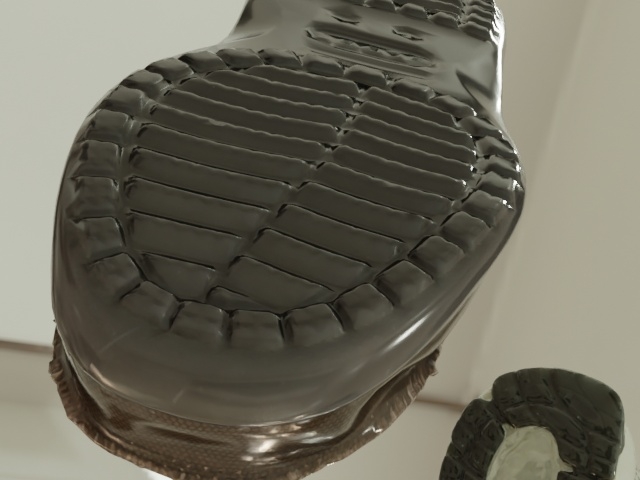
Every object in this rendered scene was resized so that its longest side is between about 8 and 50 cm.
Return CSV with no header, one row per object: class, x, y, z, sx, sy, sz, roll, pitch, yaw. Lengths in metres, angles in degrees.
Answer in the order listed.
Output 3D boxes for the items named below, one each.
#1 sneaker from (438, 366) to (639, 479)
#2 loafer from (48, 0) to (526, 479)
sneaker,0.150,0.302,1.315,0.158,0.182,0.410,11,-102,38
loafer,0.000,0.000,0.683,0.366,0.133,0.130,-57,163,-66
